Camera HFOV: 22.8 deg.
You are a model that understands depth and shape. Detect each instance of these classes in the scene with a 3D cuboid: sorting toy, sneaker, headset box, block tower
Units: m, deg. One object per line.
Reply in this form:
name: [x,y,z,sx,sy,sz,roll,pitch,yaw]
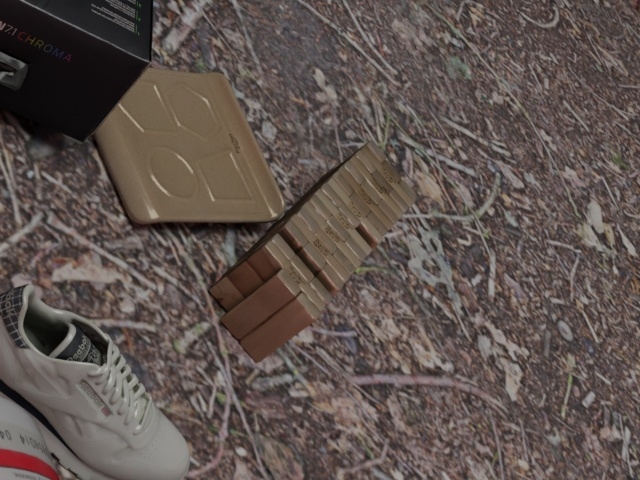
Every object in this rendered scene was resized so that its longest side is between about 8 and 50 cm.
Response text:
sorting toy: [-0.150,-0.097,1.666,0.208,0.038,0.193,-4,61,-47]
sneaker: [-0.192,0.129,1.335,0.235,0.095,0.090,38,33,-23]
headset box: [-0.293,-0.260,1.529,0.246,0.131,0.283,24,41,-28]
block tower: [0.000,0.000,1.701,0.091,0.097,0.335,50,31,-5]

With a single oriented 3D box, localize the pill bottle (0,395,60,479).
pill bottle: [-0.213,0.307,0.920,0.229,0.229,0.407,9,45,-47]
